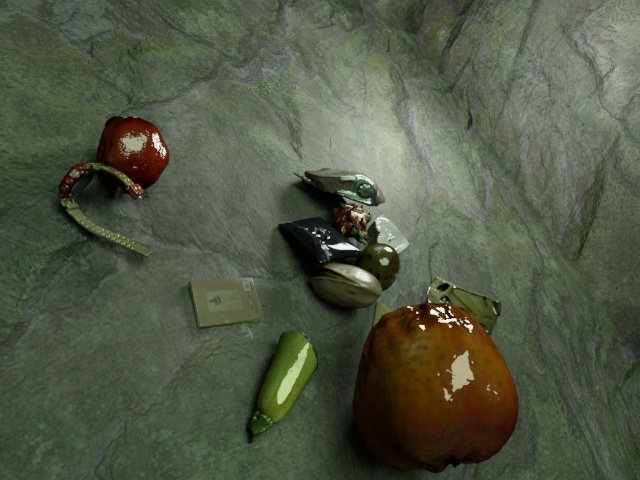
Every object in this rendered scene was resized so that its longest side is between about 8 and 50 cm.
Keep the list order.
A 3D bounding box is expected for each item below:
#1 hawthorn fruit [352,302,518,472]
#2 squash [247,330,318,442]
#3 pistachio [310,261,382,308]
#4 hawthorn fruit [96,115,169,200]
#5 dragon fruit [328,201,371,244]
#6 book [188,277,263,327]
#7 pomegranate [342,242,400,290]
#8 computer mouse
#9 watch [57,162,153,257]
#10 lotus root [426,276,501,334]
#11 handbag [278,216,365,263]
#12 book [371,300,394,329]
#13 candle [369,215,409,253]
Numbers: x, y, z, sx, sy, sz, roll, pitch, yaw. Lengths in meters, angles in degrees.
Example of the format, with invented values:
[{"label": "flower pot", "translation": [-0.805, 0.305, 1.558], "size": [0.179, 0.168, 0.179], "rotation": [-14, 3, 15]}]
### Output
[{"label": "hawthorn fruit", "translation": [0.295, 0.394, 1.225], "size": [0.472, 0.472, 0.471], "rotation": [22, 47, -26]}, {"label": "squash", "translation": [-0.091, 0.390, 1.156], "size": [0.137, 0.137, 0.287], "rotation": [34, 47, -14]}, {"label": "pistachio", "translation": [0.085, 0.145, 1.453], "size": [0.238, 0.153, 0.137], "rotation": [16, 66, 6]}, {"label": "hawthorn fruit", "translation": [-0.530, -0.224, 1.228], "size": [0.190, 0.189, 0.251], "rotation": [23, 54, -24]}, {"label": "dragon fruit", "translation": [0.125, -0.055, 1.636], "size": [0.137, 0.135, 0.236], "rotation": [2, 31, -35]}, {"label": "book", "translation": [-0.265, 0.172, 1.255], "size": [0.199, 0.016, 0.138], "rotation": [1, 59, -39]}, {"label": "pomegranate", "translation": [0.188, 0.085, 1.595], "size": [0.179, 0.179, 0.210], "rotation": [-3, 31, -41]}, {"label": "computer mouse", "translation": [0.082, -0.229, 1.719], "size": [0.389, 0.114, 0.199], "rotation": [18, 6, -15]}, {"label": "watch", "translation": [-0.526, -0.088, 1.132], "size": [0.269, 0.164, 0.102], "rotation": [29, 7, -6]}, {"label": "lotus root", "translation": [0.560, 0.268, 1.782], "size": [0.314, 0.142, 0.210], "rotation": [33, 81, -21]}, {"label": "handbag", "translation": [0.000, 0.000, 1.517], "size": [0.211, 0.088, 0.254], "rotation": [-6, 36, -43]}, {"label": "book", "translation": [0.266, 0.325, 1.574], "size": [0.192, 0.013, 0.168], "rotation": [33, 43, -15]}, {"label": "candle", "translation": [0.277, 0.002, 1.791], "size": [0.169, 0.068, 0.192], "rotation": [20, 50, -22]}]
